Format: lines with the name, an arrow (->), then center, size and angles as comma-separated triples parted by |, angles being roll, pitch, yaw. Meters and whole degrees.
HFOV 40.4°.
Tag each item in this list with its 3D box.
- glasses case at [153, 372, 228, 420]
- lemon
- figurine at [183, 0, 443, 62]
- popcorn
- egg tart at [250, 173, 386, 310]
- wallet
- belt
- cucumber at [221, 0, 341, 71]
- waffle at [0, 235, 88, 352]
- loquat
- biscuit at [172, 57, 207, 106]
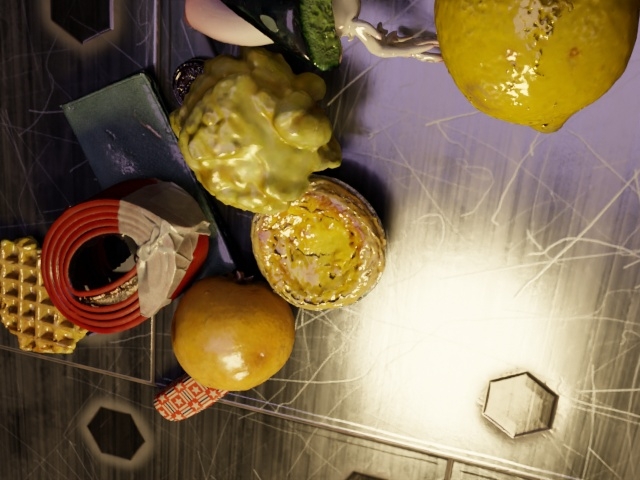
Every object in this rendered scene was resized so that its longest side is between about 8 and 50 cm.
glasses case -> -0.224, 0.272, 1.609 | 0.194, 0.049, 0.073 | -34, 99, 26
lemon -> 0.276, -0.286, 1.116 | 0.258, 0.258, 0.310 | -2, 110, 18
figurine -> 0.014, -0.353, 1.205 | 0.316, 0.284, 0.206 | 27, 130, 33
popcorn -> -0.101, -0.164, 1.284 | 0.255, 0.195, 0.256 | -4, 99, 6
egg tart -> 0.000, 0.000, 1.407 | 0.234, 0.094, 0.234 | 8, 114, 17
wallet -> -0.288, -0.089, 1.488 | 0.191, 0.046, 0.379 | -17, 105, 22
belt -> -0.326, 0.020, 1.448 | 0.324, 0.115, 0.227 | -32, 96, 33
cucumber -> -0.058, -0.294, 1.073 | 0.193, 0.086, 0.115 | 37, 137, 21
waffle -> -0.553, 0.114, 1.647 | 0.249, 0.056, 0.253 | -19, 105, 23
loquat -> -0.149, 0.151, 1.460 | 0.208, 0.208, 0.208 | 6, 112, 15
biscuit -> -0.200, -0.249, 1.407 | 0.087, 0.027, 0.089 | -30, 99, 26
